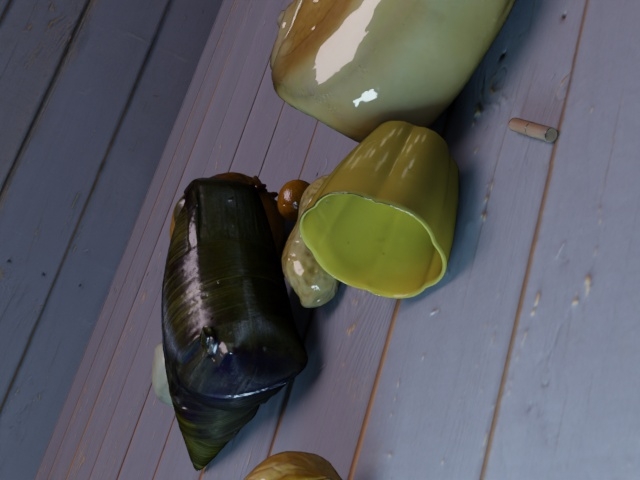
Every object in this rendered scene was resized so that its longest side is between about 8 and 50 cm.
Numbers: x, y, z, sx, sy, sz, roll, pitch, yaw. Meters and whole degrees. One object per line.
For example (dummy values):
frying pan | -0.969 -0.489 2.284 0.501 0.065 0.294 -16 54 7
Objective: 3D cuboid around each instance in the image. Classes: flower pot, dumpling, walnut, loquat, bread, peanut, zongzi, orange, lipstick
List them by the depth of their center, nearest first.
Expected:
walnut | -0.040 0.349 1.075 0.165 0.165 0.197 -113 43 -64
lipstick | 0.255 -0.134 1.102 0.019 0.019 0.094 -62 20 7
flower pot | 0.092 -0.053 1.194 0.195 0.195 0.179 -39 21 51
bread | 0.116 -0.328 1.335 0.376 0.253 0.348 -61 23 13
peanut | 0.000 0.000 1.468 0.103 0.098 0.229 -23 47 64
zongzi | -0.190 0.146 1.581 0.432 0.208 0.403 118 147 -48
orange | -0.042 -0.074 1.697 0.085 0.085 0.085 -51 24 34
loquat | -0.181 -0.017 1.757 0.238 0.238 0.193 -63 23 5
dumpling | -0.265 0.244 1.804 0.250 0.132 0.162 118 158 -57
